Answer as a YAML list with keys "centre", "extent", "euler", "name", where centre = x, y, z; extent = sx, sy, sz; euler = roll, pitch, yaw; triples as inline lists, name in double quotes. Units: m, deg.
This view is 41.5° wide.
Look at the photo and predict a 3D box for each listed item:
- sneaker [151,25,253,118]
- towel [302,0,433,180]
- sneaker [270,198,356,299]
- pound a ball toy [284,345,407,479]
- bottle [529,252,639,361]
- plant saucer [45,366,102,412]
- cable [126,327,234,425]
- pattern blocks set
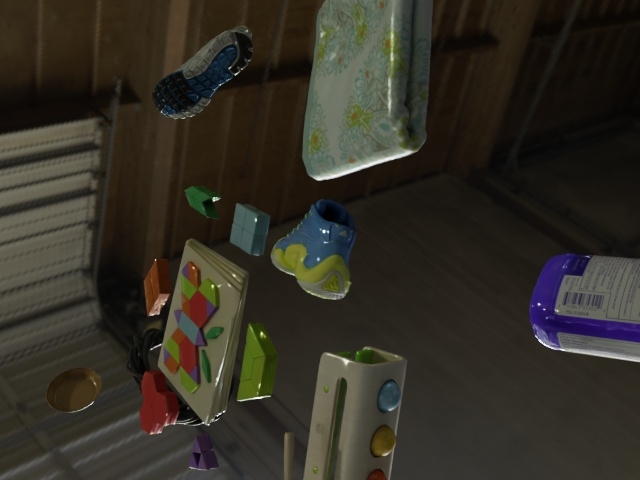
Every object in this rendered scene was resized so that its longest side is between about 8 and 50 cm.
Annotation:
- centre: [-0.169, -0.252, 1.259]
  extent: [0.190, 0.083, 0.071]
  euler: [-31, -66, 22]
  name: "sneaker"
- centre: [0.079, -0.312, 1.515]
  extent: [0.090, 0.320, 0.375]
  euler: [7, -99, -26]
  name: "towel"
- centre: [0.000, 0.000, 1.215]
  extent: [0.091, 0.240, 0.126]
  euler: [15, -83, -23]
  name: "sneaker"
- centre: [0.042, 0.355, 1.432]
  extent: [0.208, 0.135, 0.319]
  euler: [1, -81, -49]
  name: "pound a ball toy"
- centre: [0.379, 0.079, 0.922]
  extent: [0.118, 0.282, 0.092]
  euler: [-57, -44, -36]
  name: "bottle"
- centre: [-0.370, 0.228, 1.275]
  extent: [0.083, 0.083, 0.015]
  euler: [-33, -39, -27]
  name: "plant saucer"
- centre: [-0.208, 0.198, 1.239]
  extent: [0.047, 0.151, 0.184]
  euler: [-24, -19, 35]
  name: "cable"
- centre: [-0.139, 0.102, 0.976]
  extent: [0.026, 0.285, 0.325]
  euler: [1, -82, -38]
  name: "pattern blocks set"
